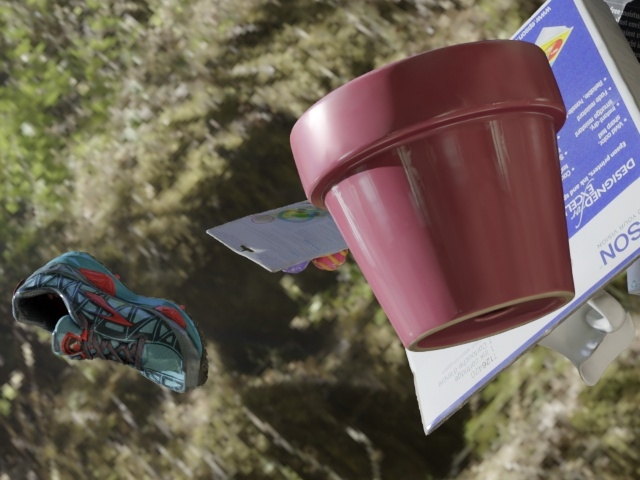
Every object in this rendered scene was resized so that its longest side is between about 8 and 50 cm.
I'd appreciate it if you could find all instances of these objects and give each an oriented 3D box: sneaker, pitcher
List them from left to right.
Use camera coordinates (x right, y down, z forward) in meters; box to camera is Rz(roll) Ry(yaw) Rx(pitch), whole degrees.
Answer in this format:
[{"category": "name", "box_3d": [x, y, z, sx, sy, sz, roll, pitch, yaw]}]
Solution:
[{"category": "sneaker", "box_3d": [-0.244, 0.112, 1.652, 0.125, 0.262, 0.104, -28, -45, -46]}, {"category": "pitcher", "box_3d": [0.233, 0.045, 1.541, 0.125, 0.207, 0.177, -46, -19, -14]}]

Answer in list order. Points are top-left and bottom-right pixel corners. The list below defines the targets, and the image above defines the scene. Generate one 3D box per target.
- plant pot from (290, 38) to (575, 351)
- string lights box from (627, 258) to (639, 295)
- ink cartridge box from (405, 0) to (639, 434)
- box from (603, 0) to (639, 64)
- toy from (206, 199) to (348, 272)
[{"category": "plant pot", "box_3d": [0.096, -0.023, 1.064, 0.201, 0.180, 0.201, -15, -13, -4]}, {"category": "string lights box", "box_3d": [0.477, 0.029, 1.625, 0.260, 0.133, 0.076, 11, -109, -34]}, {"category": "ink cartridge box", "box_3d": [0.176, -0.026, 1.275, 0.072, 0.307, 0.303, 23, -53, -35]}, {"category": "box", "box_3d": [0.392, -0.214, 1.401, 0.296, 0.183, 0.294, 0, -73, -34]}, {"category": "toy", "box_3d": [0.000, 0.000, 1.747, 0.237, 0.137, 0.056, -21, -59, -32]}]
